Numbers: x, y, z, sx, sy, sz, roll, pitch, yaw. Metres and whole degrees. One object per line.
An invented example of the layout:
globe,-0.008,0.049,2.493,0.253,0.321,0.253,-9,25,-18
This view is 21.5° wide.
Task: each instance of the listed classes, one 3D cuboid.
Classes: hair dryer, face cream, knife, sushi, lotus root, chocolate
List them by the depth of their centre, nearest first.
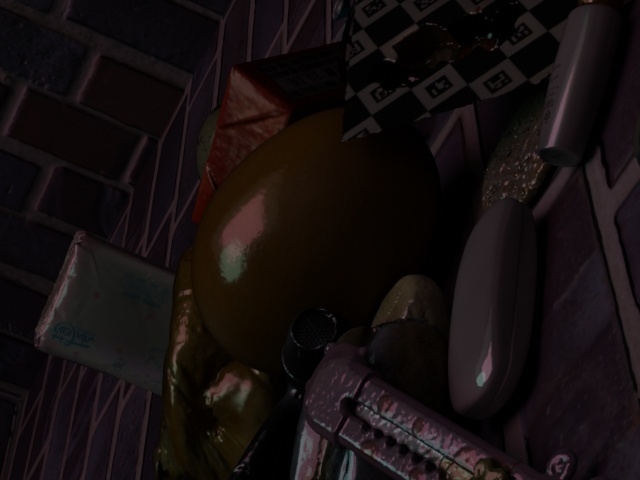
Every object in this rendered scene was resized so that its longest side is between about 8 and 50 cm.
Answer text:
knife,0.094,0.184,1.421,0.398,0.038,0.132,28,87,54
lotus root,0.049,0.229,1.594,0.158,0.140,0.322,-5,63,46
face cream,0.248,-0.160,1.605,0.072,0.051,0.182,147,142,-67
hair dryer,-0.039,0.217,1.728,0.272,0.091,0.235,-51,-29,-24
sushi,0.168,-0.210,1.799,0.290,0.050,0.264,-18,41,22
chocolate,-0.034,-0.123,2.174,0.237,0.108,0.235,-18,-46,-47

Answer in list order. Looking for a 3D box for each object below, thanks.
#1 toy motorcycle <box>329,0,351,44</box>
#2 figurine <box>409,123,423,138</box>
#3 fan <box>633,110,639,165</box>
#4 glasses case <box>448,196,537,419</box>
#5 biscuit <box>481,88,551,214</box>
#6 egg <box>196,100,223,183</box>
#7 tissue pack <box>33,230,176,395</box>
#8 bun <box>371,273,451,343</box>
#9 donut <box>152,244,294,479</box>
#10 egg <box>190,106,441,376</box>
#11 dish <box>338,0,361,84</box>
toy motorcycle,0.052,-0.234,2.316,0.260,0.110,0.171,138,144,-60
figurine,0.027,-0.046,2.088,0.164,0.120,0.262,-27,43,66
fan,0.299,-0.130,1.468,0.113,0.005,0.175,-60,18,29
glasses case,0.161,0.061,1.575,0.092,0.059,0.233,-50,22,46
biscuit,0.205,-0.085,1.709,0.152,0.020,0.152,-57,18,30
egg,-0.103,-0.120,2.558,0.177,0.177,0.228,-88,12,-53
tissue pack,-0.303,0.125,2.713,0.124,0.271,0.201,-166,99,-77
bun,0.097,0.094,1.736,0.115,0.069,0.115,-57,19,31
donut,-0.114,0.172,2.098,0.360,0.170,0.360,-175,90,-87
egg,0.000,0.000,1.865,0.322,0.250,0.250,-52,15,1
dish,0.133,-0.303,2.085,0.303,0.120,0.303,-59,17,30
